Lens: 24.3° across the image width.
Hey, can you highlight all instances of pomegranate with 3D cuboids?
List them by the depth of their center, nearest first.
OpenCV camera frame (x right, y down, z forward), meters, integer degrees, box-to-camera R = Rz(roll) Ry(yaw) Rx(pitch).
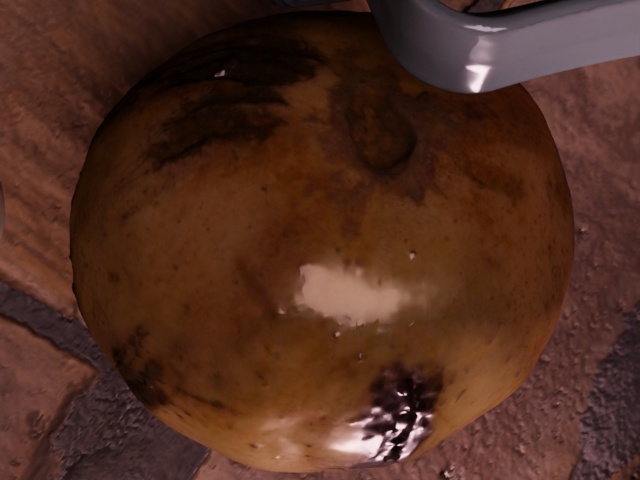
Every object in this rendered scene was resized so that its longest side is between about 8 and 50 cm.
[{"bbox_3d":[0.000,0.000,0.957,0.322,0.322,0.322,-6,109,-17],"label":"pomegranate"}]

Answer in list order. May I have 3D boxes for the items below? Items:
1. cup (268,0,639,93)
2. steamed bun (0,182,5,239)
[{"bbox_3d":[0.102,-0.252,0.914,0.311,0.257,0.331,-12,89,-16],"label":"cup"},{"bbox_3d":[-0.395,-0.012,0.856,0.383,0.236,0.247,13,93,-29],"label":"steamed bun"}]
